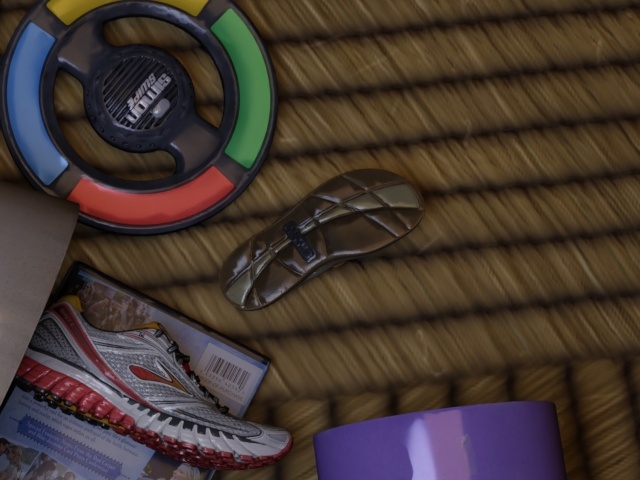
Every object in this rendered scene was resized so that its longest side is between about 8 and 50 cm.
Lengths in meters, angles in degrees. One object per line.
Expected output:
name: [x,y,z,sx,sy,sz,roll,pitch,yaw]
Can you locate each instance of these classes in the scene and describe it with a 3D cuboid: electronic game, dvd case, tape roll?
electronic game: [-0.148,-0.117,1.455,0.229,0.048,0.229,2,80,-9]
dvd case: [-0.175,0.165,1.412,0.180,0.022,0.253,27,77,1]
tape roll: [0.091,0.175,1.353,0.189,0.189,0.080,-6,78,-8]

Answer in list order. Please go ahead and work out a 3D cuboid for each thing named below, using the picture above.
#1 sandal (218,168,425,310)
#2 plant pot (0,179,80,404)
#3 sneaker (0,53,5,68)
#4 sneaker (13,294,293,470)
sandal: [0.000,0.000,1.457,0.180,0.049,0.072,-31,77,3]
plant pot: [-0.351,0.035,1.275,0.274,0.256,0.256,24,76,-12]
sneaker: [-0.298,-0.203,1.464,0.065,0.061,0.158,-19,91,-20]
sneaker: [-0.123,0.111,1.372,0.225,0.088,0.092,24,75,0]
